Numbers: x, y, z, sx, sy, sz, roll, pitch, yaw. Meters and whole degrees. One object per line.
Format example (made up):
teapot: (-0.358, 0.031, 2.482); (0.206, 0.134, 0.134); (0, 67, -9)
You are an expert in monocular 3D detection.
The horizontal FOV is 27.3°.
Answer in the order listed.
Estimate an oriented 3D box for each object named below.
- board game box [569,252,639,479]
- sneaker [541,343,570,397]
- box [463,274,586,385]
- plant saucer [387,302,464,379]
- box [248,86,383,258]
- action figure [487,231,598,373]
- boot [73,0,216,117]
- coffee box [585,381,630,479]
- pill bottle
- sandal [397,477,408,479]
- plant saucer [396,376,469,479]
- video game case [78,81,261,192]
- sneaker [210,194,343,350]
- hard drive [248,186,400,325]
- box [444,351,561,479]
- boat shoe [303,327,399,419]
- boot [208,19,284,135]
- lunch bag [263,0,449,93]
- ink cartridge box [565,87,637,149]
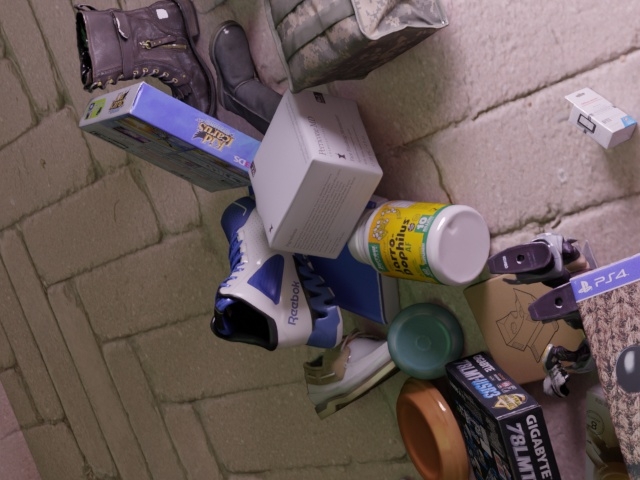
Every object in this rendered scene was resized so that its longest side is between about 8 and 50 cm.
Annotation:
board game box: (0.438, 0.143, 1.423); (0.232, 0.141, 0.291); (-25, 72, 33)
sneaker: (0.330, 0.181, 1.828); (0.037, 0.032, 0.083); (10, 125, 34)
box: (0.300, 0.118, 1.871); (0.201, 0.021, 0.164); (-25, 89, 56)
plant saucer: (0.159, 0.155, 2.012); (0.119, 0.021, 0.119); (1, 94, 13)
box: (-0.012, -0.102, 1.985); (0.182, 0.119, 0.181); (-62, 31, 35)
action figure: (0.308, 0.067, 1.660); (0.099, 0.285, 0.185); (-29, 69, 16)
boot: (-0.307, -0.292, 2.246); (0.091, 0.229, 0.263); (4, 112, 51)
coffee box: (0.444, 0.328, 1.718); (0.168, 0.118, 0.297); (23, 126, 44)
pill bottle: (0.137, 0.000, 1.932); (0.208, 0.117, 0.118); (8, 115, 51)
sandal: (0.202, 0.490, 2.180); (0.265, 0.076, 0.102); (58, 135, 48)
plant saucer: (0.172, 0.313, 2.087); (0.200, 0.037, 0.200); (162, 90, -73)
video game case: (-0.233, -0.165, 2.170); (0.244, 0.269, 0.061); (-1, 66, 61)
sneaker: (-0.111, 0.062, 2.142); (0.315, 0.182, 0.127); (56, 145, 33)
hard drive: (0.000, 0.000, 2.178); (0.318, 0.040, 0.210); (19, 124, 47)
box: (0.276, 0.335, 1.875); (0.295, 0.073, 0.293); (-135, 27, -78)
boat shoe: (0.054, 0.204, 2.163); (0.103, 0.113, 0.302); (59, 142, 8)
boot: (-0.091, -0.239, 2.131); (0.208, 0.076, 0.190); (43, 154, 40)
lunch bag: (0.022, -0.382, 1.827); (0.235, 0.168, 0.287); (-23, 83, 58)
ink cartridge box: (0.344, -0.152, 1.634); (0.083, 0.048, 0.028); (43, 139, 31)
